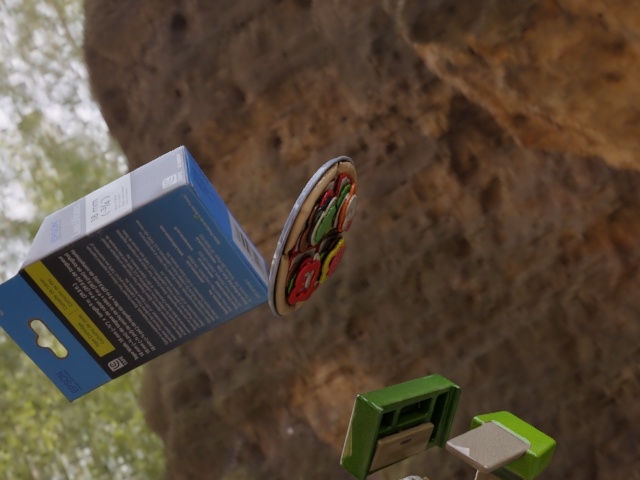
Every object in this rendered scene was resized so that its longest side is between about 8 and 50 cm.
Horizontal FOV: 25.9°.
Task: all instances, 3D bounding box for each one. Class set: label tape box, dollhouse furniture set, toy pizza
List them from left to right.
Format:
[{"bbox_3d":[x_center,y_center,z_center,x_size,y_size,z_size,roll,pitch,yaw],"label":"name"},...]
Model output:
[{"bbox_3d":[-0.270,0.049,1.927,0.333,0.106,0.241,-27,-53,9],"label":"label tape box"},{"bbox_3d":[0.000,0.000,1.595,0.201,0.032,0.201,-55,-20,-32],"label":"toy pizza"},{"bbox_3d":[0.129,0.339,1.630,0.151,0.197,0.302,-12,-57,-46],"label":"dollhouse furniture set"}]
